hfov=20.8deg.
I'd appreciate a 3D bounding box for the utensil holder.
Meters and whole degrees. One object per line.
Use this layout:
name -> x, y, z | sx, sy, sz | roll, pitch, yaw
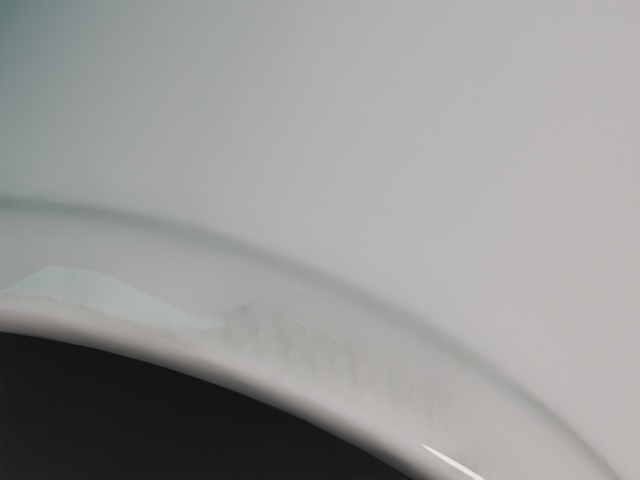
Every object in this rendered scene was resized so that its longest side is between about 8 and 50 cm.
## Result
utensil holder -> 0.000, 0.000, 0.631 | 0.328, 0.327, 0.385 | -1, 42, 24
